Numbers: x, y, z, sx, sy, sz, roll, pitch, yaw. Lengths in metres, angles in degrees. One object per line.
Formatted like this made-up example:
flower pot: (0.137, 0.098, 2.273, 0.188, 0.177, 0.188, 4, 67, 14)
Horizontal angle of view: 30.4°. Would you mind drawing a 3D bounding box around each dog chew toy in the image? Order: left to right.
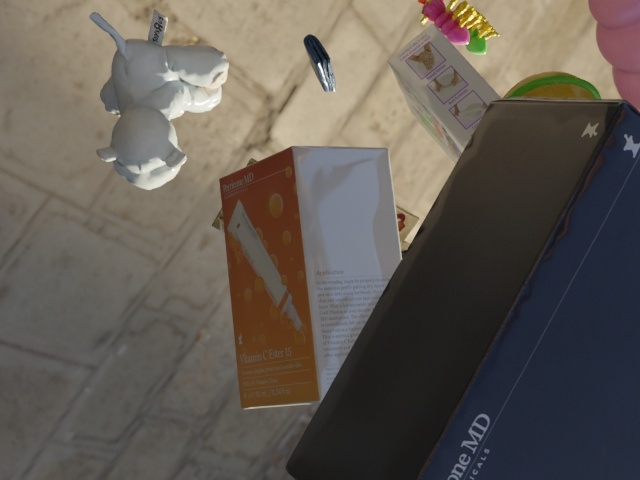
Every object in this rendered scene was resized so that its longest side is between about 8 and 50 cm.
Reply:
dog chew toy: (0.593, -0.371, 2.126, 0.207, 0.206, 0.332, -52, 126, -8)

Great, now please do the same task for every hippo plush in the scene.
hippo plush: (-0.271, -0.220, 2.048, 0.234, 0.237, 0.294, -3, 157, -8)

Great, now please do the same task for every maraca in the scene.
maraca: (0.248, -0.118, 1.343, 0.127, 0.099, 0.186, 7, 138, -12)

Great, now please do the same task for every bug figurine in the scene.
bug figurine: (0.176, -0.381, 1.863, 0.072, 0.216, 0.279, -47, 167, 13)

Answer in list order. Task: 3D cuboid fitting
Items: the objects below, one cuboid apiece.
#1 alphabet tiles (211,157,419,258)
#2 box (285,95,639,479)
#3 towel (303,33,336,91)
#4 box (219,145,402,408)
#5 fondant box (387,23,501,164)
alphabet tiles: (0.000, 0.000, 1.973, 0.285, 0.342, 0.011, -56, -171, 41)
box: (0.205, 0.114, 0.902, 0.312, 0.179, 0.343, 33, 83, -24)
towel: (0.001, -0.306, 2.035, 0.029, 0.067, 0.119, -27, 161, 0)
box: (-0.008, 0.057, 1.674, 0.168, 0.215, 0.345, -1, 81, -34)
fondant box: (0.252, -0.143, 1.773, 0.096, 0.330, 0.238, -40, 161, 2)
